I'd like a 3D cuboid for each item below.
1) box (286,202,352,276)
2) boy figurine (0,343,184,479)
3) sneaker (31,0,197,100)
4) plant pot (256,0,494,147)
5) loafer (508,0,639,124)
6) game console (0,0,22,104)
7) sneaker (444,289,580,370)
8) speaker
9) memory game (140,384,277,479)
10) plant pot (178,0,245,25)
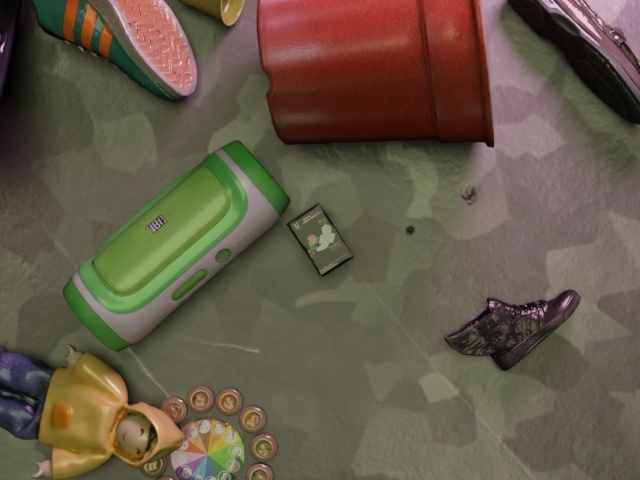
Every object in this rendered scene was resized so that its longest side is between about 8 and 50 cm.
[{"bbox_3d":[0.000,0.000,1.355,0.052,0.062,0.083,-32,87,0],"label":"box"},{"bbox_3d":[-0.318,0.231,1.326,0.285,0.092,0.177,19,86,8],"label":"boy figurine"},{"bbox_3d":[-0.291,-0.294,1.355,0.121,0.108,0.302,-26,113,39],"label":"sneaker"},{"bbox_3d":[0.069,-0.233,1.285,0.265,0.272,0.273,-7,86,9],"label":"plant pot"},{"bbox_3d":[0.361,-0.273,1.356,0.084,0.096,0.267,-42,84,-8],"label":"loafer"},{"bbox_3d":[-0.563,-0.252,1.304,0.341,0.060,0.387,-1,59,2],"label":"game console"},{"bbox_3d":[0.252,0.103,1.349,0.170,0.051,0.089,-43,91,1],"label":"sneaker"},{"bbox_3d":[-0.184,0.006,1.327,0.296,0.131,0.131,-41,86,-2],"label":"speaker"},{"bbox_3d":[-0.149,0.283,1.362,0.186,0.012,0.186,0,86,2],"label":"memory game"},{"bbox_3d":[-0.150,-0.336,1.379,0.079,0.083,0.083,16,86,14],"label":"plant pot"}]
